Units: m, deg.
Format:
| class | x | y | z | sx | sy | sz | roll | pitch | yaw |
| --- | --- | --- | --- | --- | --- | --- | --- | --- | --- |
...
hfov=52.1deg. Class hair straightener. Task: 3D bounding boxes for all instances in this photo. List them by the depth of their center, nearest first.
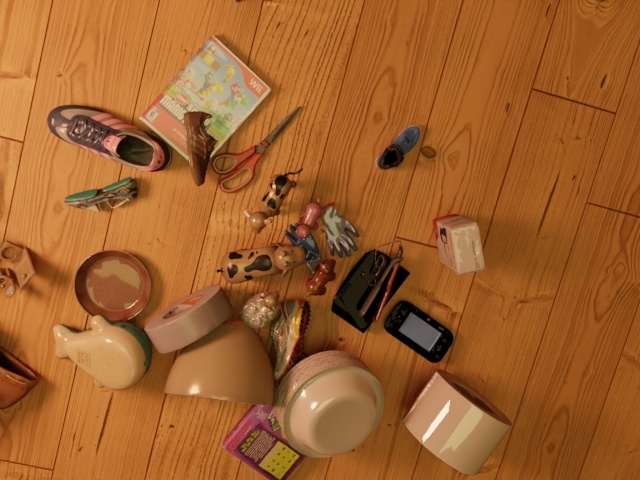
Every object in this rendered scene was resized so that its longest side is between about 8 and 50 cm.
| class | x | y | z | sx | sy | sz | roll | pitch | yaw |
| --- | --- | --- | --- | --- | --- | --- | --- | --- | --- |
| hair straightener | 0.155 | 0.101 | 1.749 | 0.089 | 0.047 | 0.230 | 23 | 96 | -8 |

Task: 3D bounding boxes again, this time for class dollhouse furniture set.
| class | x | y | z | sx | sy | sz | roll | pitch | yaw |
| --- | --- | --- | --- | --- | --- | --- | --- | --- | --- |
| dollhouse furniture set | -0.827 | 0.074 | 1.625 | 0.144 | 0.123 | 0.151 | -50 | 136 | 5 |

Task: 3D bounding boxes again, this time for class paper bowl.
| class | x | y | z | sx | sy | sz | roll | pitch | yaw |
| --- | --- | --- | --- | --- | --- | --- | --- | --- | --- |
| paper bowl | 0.033 | 0.444 | 1.718 | 0.285 | 0.148 | 0.284 | -7 | 111 | -18 |

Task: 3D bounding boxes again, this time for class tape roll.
| class | x | y | z | sx | sy | sz | roll | pitch | yaw |
| --- | --- | --- | --- | --- | --- | --- | --- | --- | --- |
| tape roll | -0.335 | 0.199 | 1.675 | 0.219 | 0.219 | 0.072 | -28 | 102 | 0 |
| tape roll | 0.369 | 0.490 | 1.776 | 0.246 | 0.246 | 0.169 | 33 | 95 | -10 |

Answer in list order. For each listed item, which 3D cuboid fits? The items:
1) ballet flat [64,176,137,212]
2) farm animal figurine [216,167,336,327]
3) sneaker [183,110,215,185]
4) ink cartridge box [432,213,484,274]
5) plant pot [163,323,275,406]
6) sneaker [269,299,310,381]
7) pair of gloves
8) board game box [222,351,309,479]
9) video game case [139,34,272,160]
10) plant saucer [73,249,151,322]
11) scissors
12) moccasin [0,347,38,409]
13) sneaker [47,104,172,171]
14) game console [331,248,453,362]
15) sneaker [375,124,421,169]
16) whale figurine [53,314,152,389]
| class | x | y | z | sx | sy | sz | roll | pitch | yaw |
| --- | --- | --- | --- | --- | --- | --- | --- | --- | --- |
| ballet flat | -0.561 | -0.106 | 1.685 | 0.189 | 0.070 | 0.070 | -16 | 101 | 1 |
| farm animal figurine | -0.122 | 0.022 | 1.667 | 0.327 | 0.172 | 0.330 | -28 | 87 | 8 |
| sneaker | -0.300 | -0.233 | 1.658 | 0.071 | 0.066 | 0.188 | -8 | 101 | -5 |
| ink cartridge box | 0.362 | 0.007 | 1.729 | 0.073 | 0.175 | 0.127 | -12 | 100 | -3 |
| plant pot | -0.247 | 0.318 | 1.697 | 0.284 | 0.284 | 0.190 | 9 | 76 | -7 |
| sneaker | -0.093 | 0.269 | 1.766 | 0.093 | 0.088 | 0.225 | 8 | 75 | 20 |
| pair of gloves | 0.000 | 0.000 | 1.773 | 0.198 | 0.023 | 0.159 | -29 | 99 | -1 |
| board game box | -0.087 | 0.499 | 1.837 | 0.208 | 0.056 | 0.346 | 39 | 94 | -14 |
| video game case | -0.294 | -0.351 | 1.685 | 0.204 | 0.025 | 0.285 | 42 | 93 | -10 |
| plant saucer | -0.548 | 0.119 | 1.735 | 0.199 | 0.036 | 0.198 | -1 | 99 | -6 |
| scissors | -0.152 | -0.235 | 1.723 | 0.297 | 0.021 | 0.109 | -32 | 98 | 0 |
| moccasin | -0.891 | 0.265 | 1.676 | 0.147 | 0.139 | 0.380 | -40 | 101 | 1 |
| sneaker | -0.530 | -0.258 | 1.625 | 0.319 | 0.131 | 0.112 | 17 | 98 | -8 |
| game console | 0.220 | 0.197 | 1.815 | 0.361 | 0.044 | 0.213 | 35 | 95 | -10 |
| sneaker | 0.211 | -0.243 | 1.719 | 0.152 | 0.084 | 0.058 | -41 | 100 | 2 |
| whale figurine | -0.570 | 0.283 | 1.728 | 0.272 | 0.141 | 0.216 | 10 | 113 | 17 |
